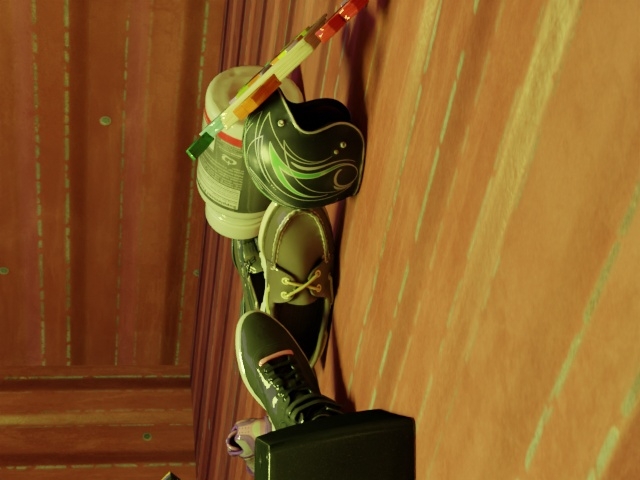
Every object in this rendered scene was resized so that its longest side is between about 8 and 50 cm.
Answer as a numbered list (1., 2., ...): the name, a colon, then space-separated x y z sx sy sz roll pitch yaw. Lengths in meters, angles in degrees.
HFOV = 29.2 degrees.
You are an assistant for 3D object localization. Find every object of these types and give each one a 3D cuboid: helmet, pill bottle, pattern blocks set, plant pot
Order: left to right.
1. pill bottle: -0.136 -0.151 2.250 0.318 0.176 0.176 103 164 -50
2. pattern blocks set: -0.060 -0.232 1.669 0.325 0.026 0.285 -42 10 12
3. helmet: -0.029 -0.127 1.705 0.169 0.161 0.169 -179 90 -79
4. plant pot: 0.010 0.299 1.456 0.187 0.167 0.188 160 111 -78

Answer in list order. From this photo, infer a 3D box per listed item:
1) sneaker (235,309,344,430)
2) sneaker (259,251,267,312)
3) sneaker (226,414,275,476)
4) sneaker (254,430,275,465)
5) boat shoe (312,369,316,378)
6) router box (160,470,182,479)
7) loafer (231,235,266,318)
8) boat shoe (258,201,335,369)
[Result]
1. sneaker: -0.030 0.219 1.758 0.296 0.104 0.147 66 159 13
2. sneaker: -0.048 0.069 2.062 0.095 0.090 0.235 -146 52 -62
3. sneaker: -0.136 0.403 2.415 0.236 0.104 0.095 108 159 -61
4. sneaker: -0.060 0.428 2.152 0.098 0.083 0.224 -37 41 38
5. boat shoe: -0.044 0.265 1.978 0.228 0.081 0.069 -111 28 -58
6. router box: -0.153 0.545 2.010 0.081 0.309 0.243 -47 18 5
7. loafer: -0.112 0.073 2.404 0.084 0.096 0.268 10 107 59
8. boat shoe: -0.032 0.068 1.859 0.097 0.116 0.324 -107 16 -46
